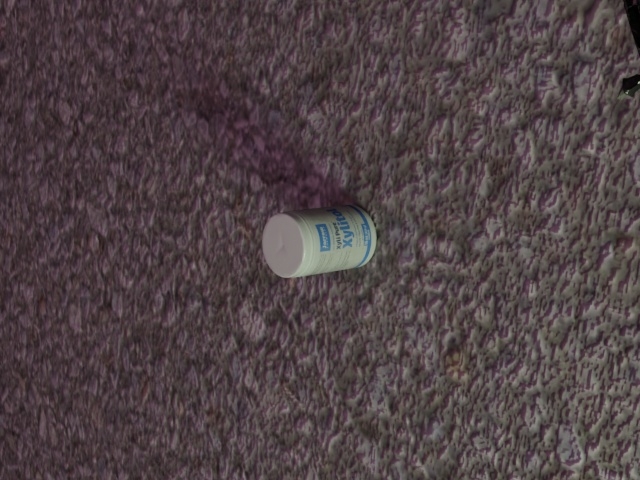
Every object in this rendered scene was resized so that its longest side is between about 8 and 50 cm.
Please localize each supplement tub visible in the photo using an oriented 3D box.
[{"bbox_3d":[0.000,0.000,1.168,0.071,0.107,0.071,9,103,45],"label":"supplement tub"}]

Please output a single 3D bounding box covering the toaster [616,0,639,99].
[{"bbox_3d":[0.305,-0.208,0.809,0.186,0.110,0.168,-15,85,47],"label":"toaster"}]
